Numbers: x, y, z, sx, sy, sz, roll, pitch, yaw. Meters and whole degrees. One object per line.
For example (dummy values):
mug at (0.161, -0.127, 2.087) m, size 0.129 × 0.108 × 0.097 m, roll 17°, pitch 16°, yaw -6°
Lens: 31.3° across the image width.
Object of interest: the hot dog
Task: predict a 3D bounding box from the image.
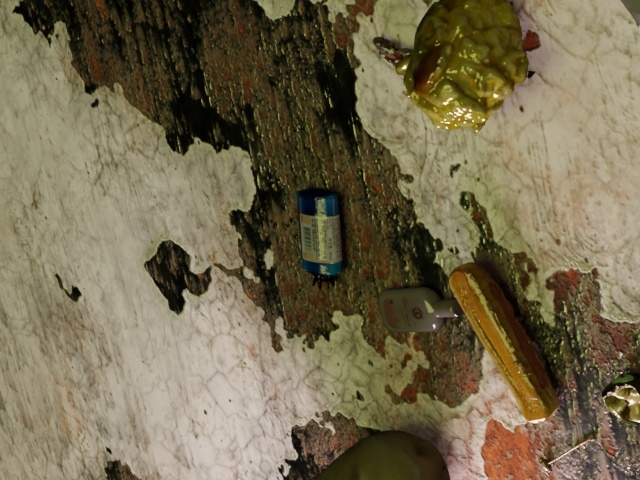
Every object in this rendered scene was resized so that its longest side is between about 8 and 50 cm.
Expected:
hot dog at (0.298, 0.163, 1.850) m, size 0.088 × 0.061 × 0.286 m, roll -27°, pitch 88°, yaw 49°

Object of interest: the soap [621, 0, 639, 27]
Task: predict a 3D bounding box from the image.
soap at (0.436, -0.468, 1.442) m, size 0.285 × 0.107 × 0.296 m, roll -42°, pitch 76°, yaw 43°

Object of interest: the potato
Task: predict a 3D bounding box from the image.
potato at (0.105, 0.485, 2.045) m, size 0.243 × 0.221 × 0.326 m, roll 48°, pitch 123°, yaw 5°

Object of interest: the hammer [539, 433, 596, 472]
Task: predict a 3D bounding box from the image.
hammer at (0.403, 0.343, 1.857) m, size 0.029 × 0.014 × 0.123 m, roll 50°, pitch 131°, yaw 5°

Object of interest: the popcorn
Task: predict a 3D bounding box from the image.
popcorn at (0.213, -0.264, 1.696) m, size 0.169 × 0.218 × 0.189 m, roll 15°, pitch 148°, yaw -10°

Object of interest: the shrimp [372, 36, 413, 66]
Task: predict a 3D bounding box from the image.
shrimp at (0.123, -0.301, 1.858) m, size 0.092 × 0.029 × 0.038 m, roll 29°, pitch 123°, yaw 28°

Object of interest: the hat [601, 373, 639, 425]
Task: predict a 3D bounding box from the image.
hat at (0.470, 0.232, 1.718) m, size 0.076 × 0.059 × 0.077 m, roll 45°, pitch 139°, yaw 0°

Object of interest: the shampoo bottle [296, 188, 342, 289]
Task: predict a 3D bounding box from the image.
shampoo bottle at (0.000, 0.000, 2.075) m, size 0.087 × 0.050 × 0.183 m, roll 9°, pitch 112°, yaw 36°

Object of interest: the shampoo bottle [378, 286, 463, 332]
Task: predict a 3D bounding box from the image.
shampoo bottle at (0.173, 0.119, 1.965) m, size 0.165 × 0.040 × 0.080 m, roll -5°, pitch 100°, yaw 45°
